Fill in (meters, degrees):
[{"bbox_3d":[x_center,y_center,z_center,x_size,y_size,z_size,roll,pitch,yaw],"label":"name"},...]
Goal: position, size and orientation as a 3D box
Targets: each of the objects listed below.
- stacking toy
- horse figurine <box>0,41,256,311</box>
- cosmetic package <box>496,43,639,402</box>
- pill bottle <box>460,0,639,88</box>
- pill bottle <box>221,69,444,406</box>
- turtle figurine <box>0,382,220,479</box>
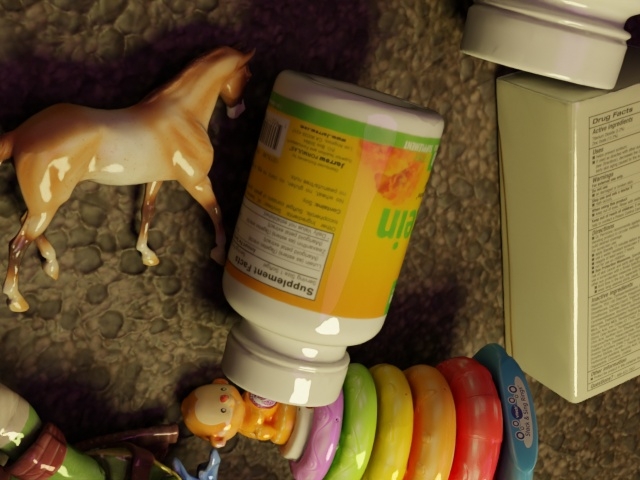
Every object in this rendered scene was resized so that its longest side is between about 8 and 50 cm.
[{"bbox_3d":[0.025,0.167,0.956,0.302,0.175,0.166,13,137,-16],"label":"stacking toy"},{"bbox_3d":[-0.160,-0.047,0.797,0.263,0.066,0.174,-11,122,-31],"label":"horse figurine"},{"bbox_3d":[0.267,-0.018,1.041,0.160,0.113,0.309,-18,117,-25],"label":"cosmetic package"},{"bbox_3d":[0.214,-0.276,0.875,0.160,0.160,0.283,5,106,-33],"label":"pill bottle"},{"bbox_3d":[0.000,0.000,0.855,0.136,0.136,0.245,8,105,-34],"label":"pill bottle"},{"bbox_3d":[-0.192,0.236,0.796,0.266,0.198,0.274,38,69,-27],"label":"turtle figurine"}]
